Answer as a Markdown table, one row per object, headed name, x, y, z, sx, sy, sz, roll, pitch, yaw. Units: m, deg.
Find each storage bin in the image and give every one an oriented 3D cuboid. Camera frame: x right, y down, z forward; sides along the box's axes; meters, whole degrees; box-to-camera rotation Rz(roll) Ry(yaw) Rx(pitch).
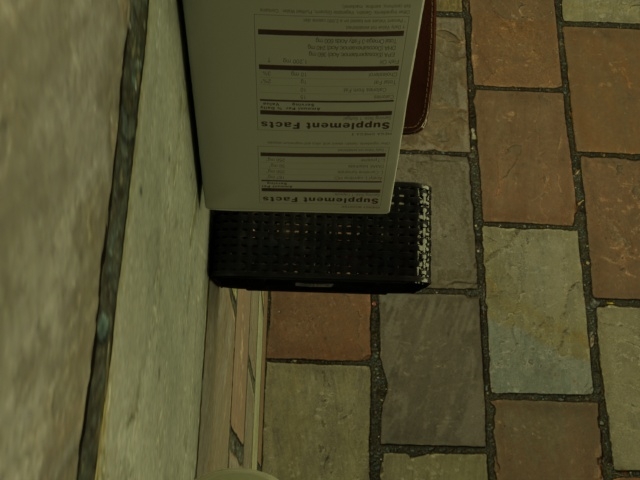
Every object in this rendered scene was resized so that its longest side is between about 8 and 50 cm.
| name | x | y | z | sx | sy | sz | roll | pitch | yaw |
| --- | --- | --- | --- | --- | --- | --- | --- | --- | --- |
| storage bin | 0.000 | 0.000 | 0.662 | 0.122 | 0.180 | 0.084 | 106 | -15 | -81 |

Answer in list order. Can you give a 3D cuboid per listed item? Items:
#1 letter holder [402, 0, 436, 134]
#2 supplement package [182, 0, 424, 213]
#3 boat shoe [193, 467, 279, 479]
| name | x | y | z | sx | sy | sz | roll | pitch | yaw |
| --- | --- | --- | --- | --- | --- | --- | --- | --- | --- |
| letter holder | 0.016 | -0.243 | 0.884 | 0.152 | 0.214 | 0.302 | 101 | -9 | -77 |
| supplement package | -0.012 | -0.145 | 0.488 | 0.244 | 0.134 | 0.139 | 94 | -3 | -50 |
| boat shoe | -0.047 | 0.188 | 0.243 | 0.227 | 0.079 | 0.081 | -82 | -176 | -46 |
